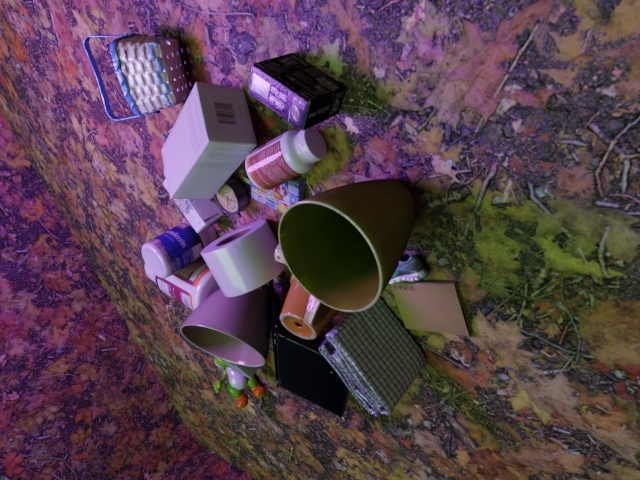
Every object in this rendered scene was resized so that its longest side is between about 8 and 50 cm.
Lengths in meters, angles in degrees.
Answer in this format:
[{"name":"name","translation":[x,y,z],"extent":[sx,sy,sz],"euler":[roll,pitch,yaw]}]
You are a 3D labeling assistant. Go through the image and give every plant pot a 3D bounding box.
[{"name":"plant pot","translation":[0.101,-0.028,0.988],"extent":[0.275,0.293,0.275],"euler":[25,133,29]},{"name":"plant pot","translation":[-0.028,0.197,1.318],"extent":[0.205,0.188,0.205],"euler":[21,142,17]}]

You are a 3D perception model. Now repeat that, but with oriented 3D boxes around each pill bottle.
[{"name":"pill bottle","translation":[-0.554,0.156,1.785],"extent":[0.392,0.224,0.224],"euler":[21,131,33]},{"name":"pill bottle","translation":[-0.093,-0.225,1.146],"extent":[0.216,0.121,0.121],"euler":[-18,106,37]},{"name":"pill bottle","translation":[-0.545,0.020,1.647],"extent":[0.153,0.264,0.153],"euler":[23,131,28]}]

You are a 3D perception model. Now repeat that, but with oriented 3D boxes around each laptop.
[{"name":"laptop","translation":[-0.053,0.384,1.526],"extent":[0.382,0.236,0.408],"euler":[95,167,-46]}]

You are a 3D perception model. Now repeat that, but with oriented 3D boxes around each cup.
[{"name":"cup","translation":[-0.320,0.297,1.588],"extent":[0.331,0.237,0.331],"euler":[15,147,10]}]

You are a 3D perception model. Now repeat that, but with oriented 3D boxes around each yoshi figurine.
[{"name":"yoshi figurine","translation":[-0.425,0.642,2.062],"extent":[0.203,0.203,0.362],"euler":[-27,97,33]}]

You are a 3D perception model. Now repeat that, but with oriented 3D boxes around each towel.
[{"name":"towel","translation":[0.152,0.339,1.257],"extent":[0.284,0.235,0.121],"euler":[51,146,1]}]

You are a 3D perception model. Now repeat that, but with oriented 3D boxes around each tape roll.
[{"name":"tape roll","translation":[-0.254,0.057,1.419],"extent":[0.246,0.246,0.169],"euler":[-11,110,46]}]

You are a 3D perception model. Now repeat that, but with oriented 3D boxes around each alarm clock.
[{"name":"alarm clock","translation":[-0.302,-0.138,1.459],"extent":[0.129,0.064,0.192],"euler":[-4,112,44]}]

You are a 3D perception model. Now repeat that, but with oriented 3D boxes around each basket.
[{"name":"basket","translation":[-0.569,-0.508,1.309],"extent":[0.289,0.201,0.255],"euler":[-1,121,8]}]

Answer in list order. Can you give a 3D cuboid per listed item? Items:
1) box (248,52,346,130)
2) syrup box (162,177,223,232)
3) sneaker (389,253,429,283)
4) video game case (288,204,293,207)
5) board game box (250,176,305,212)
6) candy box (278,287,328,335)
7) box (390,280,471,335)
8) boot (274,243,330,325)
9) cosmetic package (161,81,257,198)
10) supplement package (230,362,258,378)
[{"name":"box","translation":[-0.056,-0.360,1.006],"extent":[0.180,0.147,0.077],"euler":[37,138,15]},{"name":"syrup box","translation":[-0.482,-0.157,1.589],"extent":[0.237,0.096,0.093],"euler":[54,142,-3]},{"name":"sneaker","translation":[0.217,0.075,1.148],"extent":[0.166,0.065,0.076],"euler":[-16,91,44]},{"name":"video game case","translation":[0.000,0.000,1.282],"extent":[0.212,0.023,0.193],"euler":[16,130,20]},{"name":"board game box","translation":[-0.136,-0.162,1.310],"extent":[0.201,0.035,0.136],"euler":[27,134,26]},{"name":"candy box","translation":[-0.067,0.273,1.569],"extent":[0.206,0.027,0.105],"euler":[48,136,4]},{"name":"box","translation":[0.302,0.185,1.166],"extent":[0.201,0.021,0.164],"euler":[-3,116,44]},{"name":"boot","translation":[-0.047,0.097,1.221],"extent":[0.203,0.095,0.262],"euler":[16,84,23]},{"name":"cosmetic package","translation":[-0.357,-0.286,1.288],"extent":[0.365,0.155,0.197],"euler":[-31,70,51]},{"name":"supplement package","translation":[-0.379,0.485,1.874],"extent":[0.139,0.134,0.244],"euler":[7,144,40]}]
